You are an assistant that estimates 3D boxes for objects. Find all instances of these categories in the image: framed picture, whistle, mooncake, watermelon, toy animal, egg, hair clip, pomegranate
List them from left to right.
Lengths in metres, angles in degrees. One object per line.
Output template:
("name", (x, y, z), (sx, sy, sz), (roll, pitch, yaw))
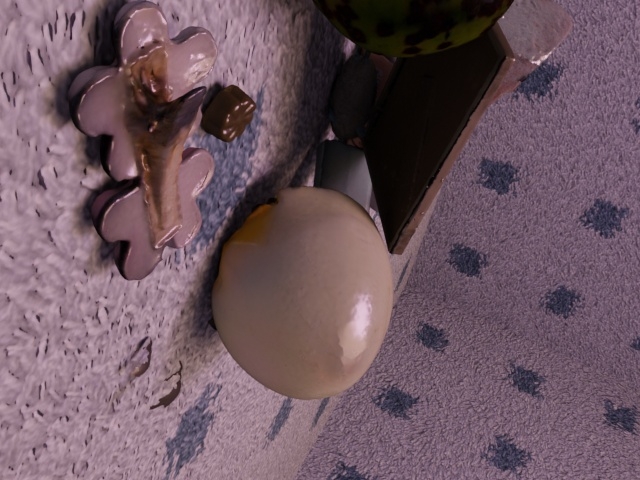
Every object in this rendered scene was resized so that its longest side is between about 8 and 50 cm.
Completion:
("hair clip", (-0.134, -0.072, 0.545), (0.146, 0.075, 0.257), (-52, 167, -39))
("mooncake", (-0.142, 0.010, 0.698), (0.150, 0.057, 0.347), (-29, 136, -48))
("whistle", (0.000, 0.000, 1.047), (0.163, 0.163, 0.290), (84, 12, -65))
("egg", (0.001, 0.080, 0.865), (0.264, 0.174, 0.287), (5, 105, -31))
("toy animal", (0.051, -0.250, 0.965), (0.253, 0.070, 0.079), (94, 8, -48))
("pomegranate", (0.074, -0.308, 0.697), (0.306, 0.242, 0.242), (13, -104, 59))
("framed picture", (0.136, -0.178, 0.871), (0.335, 0.022, 0.247), (114, -25, -46))
("watermelon", (0.292, -0.344, 1.118), (0.387, 0.258, 0.228), (71, 31, -48))

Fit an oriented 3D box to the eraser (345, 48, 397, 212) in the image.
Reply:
("eraser", (0.113, -0.194, 1.115), (0.087, 0.171, 0.291), (-25, 145, -28))
